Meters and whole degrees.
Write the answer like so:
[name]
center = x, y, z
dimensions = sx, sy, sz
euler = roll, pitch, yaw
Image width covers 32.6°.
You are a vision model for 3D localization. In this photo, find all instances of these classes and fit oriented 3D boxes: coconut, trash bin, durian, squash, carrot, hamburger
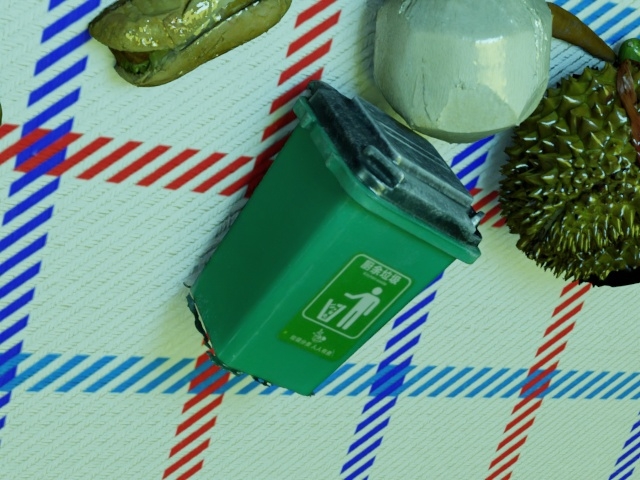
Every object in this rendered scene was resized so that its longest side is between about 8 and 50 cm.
[coconut]
center = 0.195, -0.245, 1.492
dimensions = 0.245, 0.245, 0.247
euler = -15, 118, -21
[trash bin]
center = 0.000, 0.000, 1.523
dimensions = 0.259, 0.295, 0.381
euler = 28, 111, -37
[durian]
center = 0.454, -0.103, 1.662
dimensions = 0.384, 0.347, 0.347
euler = -37, 128, 3
[squash]
center = 0.537, -0.235, 1.791
dimensions = 0.069, 0.069, 0.258
euler = -37, 130, -6
[carrot]
center = 0.398, -0.316, 1.690
dimensions = 0.216, 0.048, 0.048
euler = 17, 107, -40
[hamburger]
center = -0.144, -0.275, 1.364
dimensions = 0.262, 0.131, 0.124
euler = -33, 127, -2

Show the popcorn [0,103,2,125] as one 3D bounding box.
[popcorn]
center = -0.446, -0.164, 1.227
dimensions = 0.167, 0.185, 0.187
euler = -18, 98, -20
